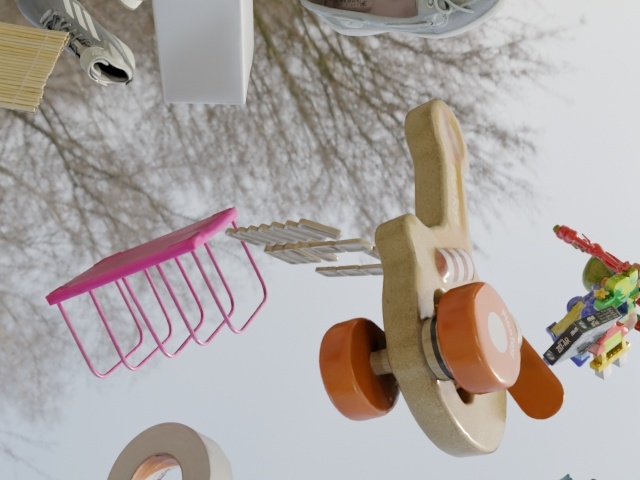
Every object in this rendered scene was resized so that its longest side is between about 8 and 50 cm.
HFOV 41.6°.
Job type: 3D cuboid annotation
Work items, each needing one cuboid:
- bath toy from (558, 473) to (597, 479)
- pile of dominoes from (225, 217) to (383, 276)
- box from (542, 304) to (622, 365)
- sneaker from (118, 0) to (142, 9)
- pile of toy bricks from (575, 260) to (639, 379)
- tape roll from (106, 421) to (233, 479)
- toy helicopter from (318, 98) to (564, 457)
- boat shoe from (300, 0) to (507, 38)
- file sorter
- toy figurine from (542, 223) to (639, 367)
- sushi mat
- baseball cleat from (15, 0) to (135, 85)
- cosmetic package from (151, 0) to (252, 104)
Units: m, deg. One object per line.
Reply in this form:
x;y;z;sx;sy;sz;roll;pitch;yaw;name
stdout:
0.429;0.411;1.044;0.129;0.348;0.151;-48;-161;27;bath toy
0.000;0.000;1.206;0.251;0.196;0.040;-7;-117;55;pile of dominoes
0.309;0.112;0.994;0.083;0.067;0.018;-15;-124;-38;box
-0.219;-0.374;0.982;0.086;0.192;0.064;-19;178;24;sneaker
0.412;0.079;1.145;0.212;0.105;0.118;-31;-146;-22;pile of toy bricks
-0.252;0.416;1.389;0.219;0.072;0.219;-16;-126;23;tape roll
0.125;0.024;0.774;0.140;0.235;0.355;-21;-129;31;toy helicopter
0.120;-0.363;1.232;0.320;0.118;0.103;7;-178;35;boat shoe
-0.266;0.096;1.442;0.291;0.182;0.202;-20;-169;20;file sorter
0.430;0.114;1.447;0.217;0.191;0.362;-54;179;8;toy figurine
-0.467;-0.225;0.971;0.317;0.019;0.151;10;-130;-8;sushi mat
-0.366;-0.309;1.271;0.072;0.206;0.109;-48;-151;21;baseball cleat
-0.208;-0.491;1.490;0.161;0.453;0.230;2;-137;-1;cosmetic package
